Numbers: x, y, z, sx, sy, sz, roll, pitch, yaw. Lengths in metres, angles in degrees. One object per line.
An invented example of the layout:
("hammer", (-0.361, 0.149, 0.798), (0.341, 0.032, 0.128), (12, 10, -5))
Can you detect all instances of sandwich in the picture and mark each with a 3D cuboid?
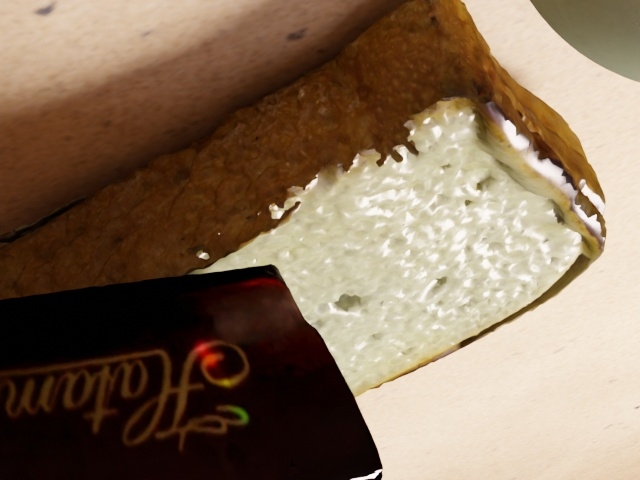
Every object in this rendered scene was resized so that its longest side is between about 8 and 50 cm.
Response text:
("sandwich", (0.000, -0.001, 0.824), (0.251, 0.087, 0.226), (-28, 149, 18))

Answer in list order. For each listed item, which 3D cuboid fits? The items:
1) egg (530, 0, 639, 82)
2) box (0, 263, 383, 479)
("egg", (0.132, -0.130, 0.544), (0.149, 0.149, 0.192), (-10, 150, -24))
("box", (-0.191, 0.175, 0.747), (0.264, 0.116, 0.415), (-6, 149, -45))
